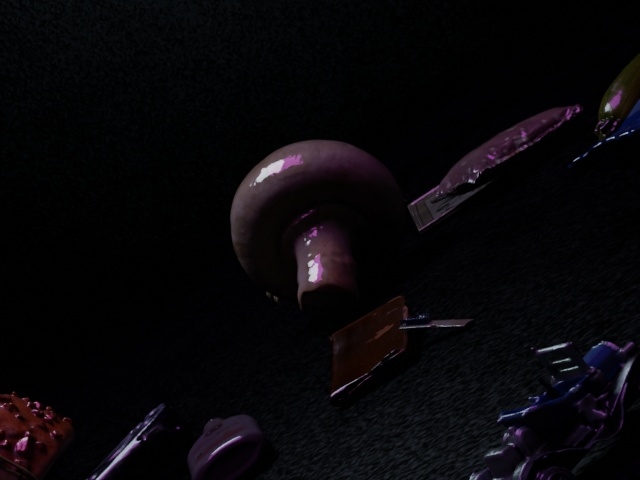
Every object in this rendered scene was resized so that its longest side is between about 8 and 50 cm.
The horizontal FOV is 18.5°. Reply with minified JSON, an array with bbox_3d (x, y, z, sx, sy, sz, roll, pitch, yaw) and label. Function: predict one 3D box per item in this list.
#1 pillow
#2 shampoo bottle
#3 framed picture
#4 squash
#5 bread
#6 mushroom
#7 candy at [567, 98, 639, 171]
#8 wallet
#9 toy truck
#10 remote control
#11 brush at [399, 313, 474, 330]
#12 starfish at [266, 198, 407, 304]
[{"bbox_3d":[0.222,-0.109,2.341,0.185,0.043,0.118,-37,6,-20],"label":"pillow"},{"bbox_3d":[-0.092,0.198,1.880,0.080,0.040,0.165,-37,9,-3],"label":"shampoo bottle"},{"bbox_3d":[0.188,-0.072,2.456,0.173,0.010,0.231,-34,8,3],"label":"framed picture"},{"bbox_3d":[0.363,-0.174,2.123,0.069,0.069,0.258,-28,10,44],"label":"squash"},{"bbox_3d":[-0.337,0.268,2.029,0.212,0.142,0.224,-58,-1,-40],"label":"bread"},{"bbox_3d":[-0.013,-0.008,2.252,0.206,0.206,0.209,-28,16,42],"label":"mushroom"},{"bbox_3d":[0.382,-0.150,1.751,0.331,0.077,0.187,-29,-5,-32],"label":"candy"},{"bbox_3d":[0.050,0.105,1.889,0.095,0.026,0.176,-33,11,8],"label":"wallet"},{"bbox_3d":[0.149,0.112,1.235,0.154,0.078,0.080,-40,8,-32],"label":"toy truck"},{"bbox_3d":[-0.224,0.270,1.978,0.266,0.066,0.090,-45,-3,-32],"label":"remote control"},{"bbox_3d":[0.107,0.075,1.817,0.083,0.013,0.016,-3,17,46],"label":"brush"},{"bbox_3d":[0.006,0.008,2.619,0.247,0.050,0.138,-35,5,-27],"label":"starfish"}]
